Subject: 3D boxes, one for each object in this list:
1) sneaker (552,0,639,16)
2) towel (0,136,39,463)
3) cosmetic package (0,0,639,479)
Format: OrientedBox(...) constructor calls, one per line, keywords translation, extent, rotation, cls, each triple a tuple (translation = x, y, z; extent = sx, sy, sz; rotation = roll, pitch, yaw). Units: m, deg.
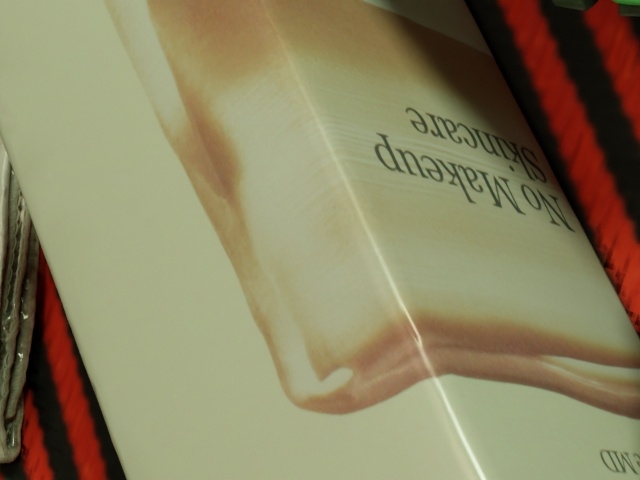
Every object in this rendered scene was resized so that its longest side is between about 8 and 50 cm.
OrientedBox(translation=(0.045, -0.189, 0.625), extent=(0.343, 0.134, 0.146), rotation=(29, 143, 14), cls="sneaker")
OrientedBox(translation=(-0.242, 0.016, 0.949), extent=(0.282, 0.049, 0.187), rotation=(-5, 77, 38), cls="towel")
OrientedBox(translation=(0.000, 0.000, 0.694), extent=(0.129, 0.153, 0.296), rotation=(-39, 61, 27), cls="cosmetic package")
